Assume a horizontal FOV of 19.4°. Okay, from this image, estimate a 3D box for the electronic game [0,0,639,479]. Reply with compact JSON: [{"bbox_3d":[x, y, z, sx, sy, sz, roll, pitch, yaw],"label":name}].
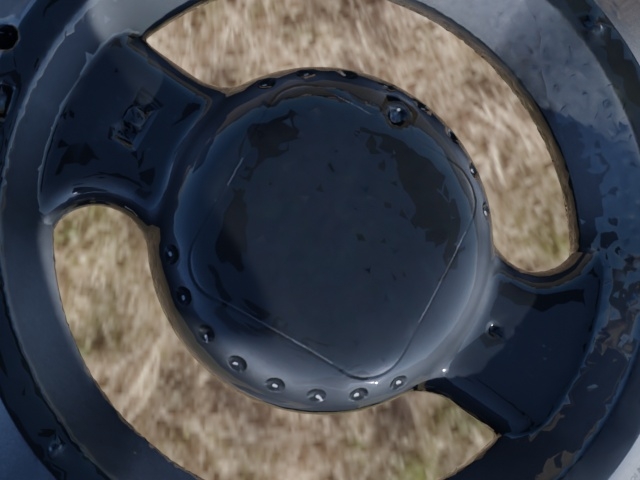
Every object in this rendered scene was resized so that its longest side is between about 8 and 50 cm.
[{"bbox_3d":[0.000,0.000,0.491,0.229,0.048,0.229,2,81,-12],"label":"electronic game"}]
